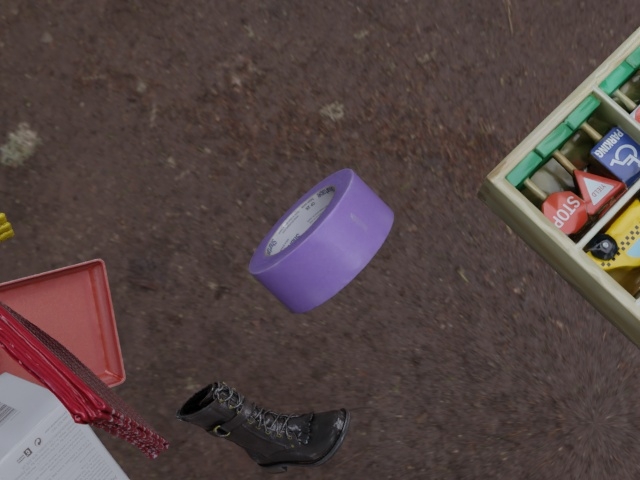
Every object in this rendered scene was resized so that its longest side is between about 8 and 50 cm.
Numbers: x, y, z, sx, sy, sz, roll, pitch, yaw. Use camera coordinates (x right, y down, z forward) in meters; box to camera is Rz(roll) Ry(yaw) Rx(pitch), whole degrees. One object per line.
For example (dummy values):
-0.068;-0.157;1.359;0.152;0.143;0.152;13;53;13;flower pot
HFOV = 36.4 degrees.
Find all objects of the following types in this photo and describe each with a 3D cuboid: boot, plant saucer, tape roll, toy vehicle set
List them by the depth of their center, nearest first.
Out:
0.247;-0.064;0.599;0.166;0.035;0.267;44;77;11;toy vehicle set
0.000;0.000;1.266;0.189;0.189;0.080;-45;104;4;tape roll
-0.104;0.315;1.704;0.263;0.229;0.091;-31;33;35;boot
-0.518;0.184;1.857;0.048;0.259;0.258;9;110;54;plant saucer

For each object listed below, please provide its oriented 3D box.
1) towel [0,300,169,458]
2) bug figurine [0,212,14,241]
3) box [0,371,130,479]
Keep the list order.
-0.263;0.144;1.021;0.199;0.275;0.031;39;78;16;towel
-0.340;0.007;0.600;0.279;0.216;0.072;-26;77;-19;bug figurine
-0.424;0.405;1.554;0.215;0.345;0.168;6;43;47;box
